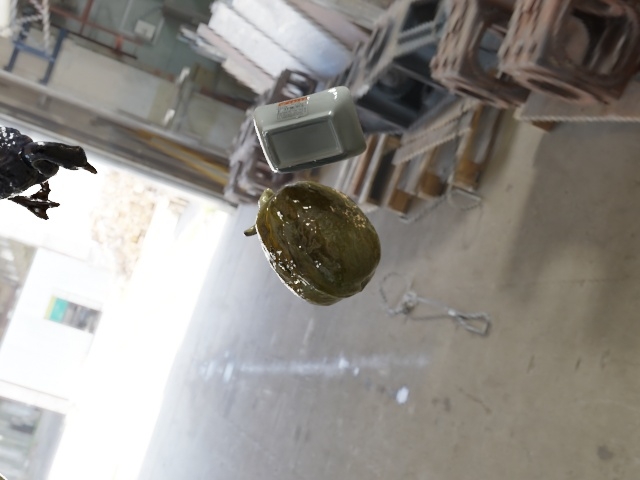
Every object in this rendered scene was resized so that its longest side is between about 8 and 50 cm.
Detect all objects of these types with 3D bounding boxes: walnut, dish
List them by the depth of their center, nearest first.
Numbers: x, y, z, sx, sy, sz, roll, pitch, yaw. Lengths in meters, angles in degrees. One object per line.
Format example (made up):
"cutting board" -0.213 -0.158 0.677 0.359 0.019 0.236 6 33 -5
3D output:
"dish" -0.027 -0.210 1.808 0.077 0.213 0.151 -69 -36 -59
"walnut" 0.000 0.000 1.906 0.227 0.283 0.283 -42 29 39

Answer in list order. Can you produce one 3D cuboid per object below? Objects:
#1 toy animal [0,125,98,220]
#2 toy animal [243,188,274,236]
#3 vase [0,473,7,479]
"toy animal" -0.509 -0.114 1.454 0.185 0.298 0.122 58 -143 -75
"toy animal" -0.060 -0.054 2.266 0.168 0.233 0.121 -62 -32 -46
"vase" -0.634 0.553 1.740 0.302 0.329 0.240 65 -177 -50
